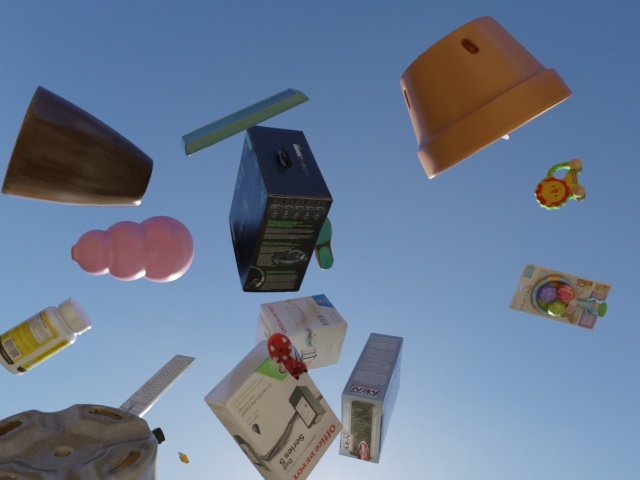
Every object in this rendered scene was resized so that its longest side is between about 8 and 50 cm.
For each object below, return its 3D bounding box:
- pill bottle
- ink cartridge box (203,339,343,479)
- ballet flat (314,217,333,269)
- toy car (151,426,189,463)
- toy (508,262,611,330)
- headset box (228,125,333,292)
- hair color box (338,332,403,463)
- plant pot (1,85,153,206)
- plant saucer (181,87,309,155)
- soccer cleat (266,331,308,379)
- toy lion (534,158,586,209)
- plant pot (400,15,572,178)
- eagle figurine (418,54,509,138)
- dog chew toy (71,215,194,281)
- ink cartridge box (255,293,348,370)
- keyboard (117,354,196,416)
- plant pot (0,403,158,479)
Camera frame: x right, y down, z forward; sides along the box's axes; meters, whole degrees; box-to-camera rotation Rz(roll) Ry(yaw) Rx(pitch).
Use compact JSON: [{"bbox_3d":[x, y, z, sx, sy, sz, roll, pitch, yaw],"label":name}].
[{"bbox_3d":[-0.734,0.250,1.245,0.208,0.119,0.119,-33,-72,-16],"label":"pill bottle"},{"bbox_3d":[-0.099,0.396,1.068,0.114,0.198,0.273,-14,-67,50],"label":"ink cartridge box"},{"bbox_3d":[0.000,0.000,1.503,0.073,0.067,0.206,-14,-56,-16],"label":"ballet flat"},{"bbox_3d":[-0.349,0.461,1.021,0.040,0.060,0.122,-17,-67,50],"label":"toy car"},{"bbox_3d":[0.648,0.158,1.248,0.237,0.056,0.137,14,-76,-2],"label":"toy"},{"bbox_3d":[-0.096,-0.073,0.993,0.131,0.246,0.283,2,-46,-23],"label":"headset box"},{"bbox_3d":[0.156,0.434,1.353,0.113,0.374,0.185,6,-74,17],"label":"hair color box"},{"bbox_3d":[-0.462,-0.153,0.923,0.230,0.215,0.215,19,-56,-30],"label":"plant pot"},{"bbox_3d":[-0.112,-0.176,0.676,0.192,0.067,0.018,-27,-60,-10],"label":"plant saucer"},{"bbox_3d":[-0.041,0.125,0.524,0.029,0.035,0.083,-38,-48,-8],"label":"soccer cleat"},{"bbox_3d":[0.507,-0.117,0.995,0.096,0.034,0.100,-7,-110,30],"label":"toy lion"},{"bbox_3d":[0.291,-0.280,0.901,0.291,0.291,0.203,-30,-91,26],"label":"plant pot"},{"bbox_3d":[0.407,-0.392,1.225,0.298,0.226,0.225,-4,-100,-6],"label":"eagle figurine"},{"bbox_3d":[-0.556,0.029,1.394,0.206,0.332,0.207,5,-83,53],"label":"dog chew toy"},{"bbox_3d":[-0.066,0.296,1.473,0.232,0.171,0.168,-5,-58,-28],"label":"ink cartridge box"},{"bbox_3d":[-0.410,0.362,1.132,0.072,0.256,0.014,7,-61,27],"label":"keyboard"},{"bbox_3d":[-0.335,0.394,0.582,0.333,0.334,0.305,9,-85,11],"label":"plant pot"}]
